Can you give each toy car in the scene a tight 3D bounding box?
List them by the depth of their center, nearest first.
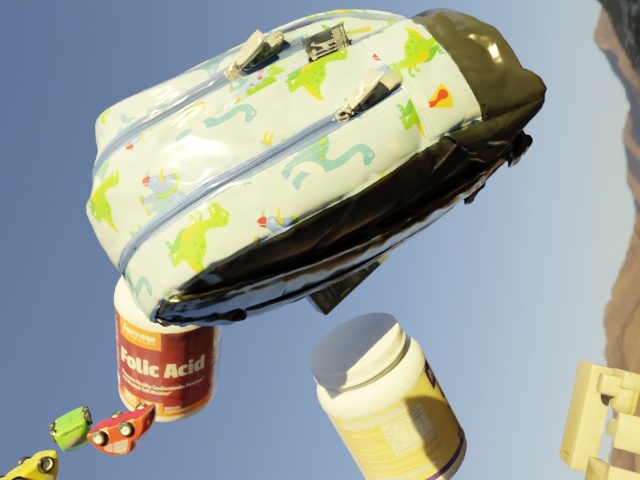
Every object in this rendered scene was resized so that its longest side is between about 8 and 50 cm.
[{"bbox_3d":[-0.357,0.298,0.906,0.239,0.225,0.053,-25,-81,-20],"label":"toy car"}]

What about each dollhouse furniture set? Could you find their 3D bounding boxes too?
[{"bbox_3d":[0.334,0.213,0.628,0.151,0.123,0.144,44,-120,-82],"label":"dollhouse furniture set"}]

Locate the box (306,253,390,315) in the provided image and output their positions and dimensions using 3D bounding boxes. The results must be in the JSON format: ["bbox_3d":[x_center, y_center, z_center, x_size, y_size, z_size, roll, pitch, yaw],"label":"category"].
[{"bbox_3d":[0.000,0.000,1.201,0.183,0.059,0.233,-42,-73,-13],"label":"box"}]

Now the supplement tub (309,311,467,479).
[{"bbox_3d":[0.140,0.344,1.296,0.331,0.241,0.241,62,-142,-18],"label":"supplement tub"}]

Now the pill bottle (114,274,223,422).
[{"bbox_3d":[-0.316,0.175,1.298,0.224,0.224,0.392,-46,-27,-51],"label":"pill bottle"}]

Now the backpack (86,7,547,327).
[{"bbox_3d":[-0.028,-0.058,0.573,0.355,0.273,0.290,-42,-3,-10],"label":"backpack"}]
